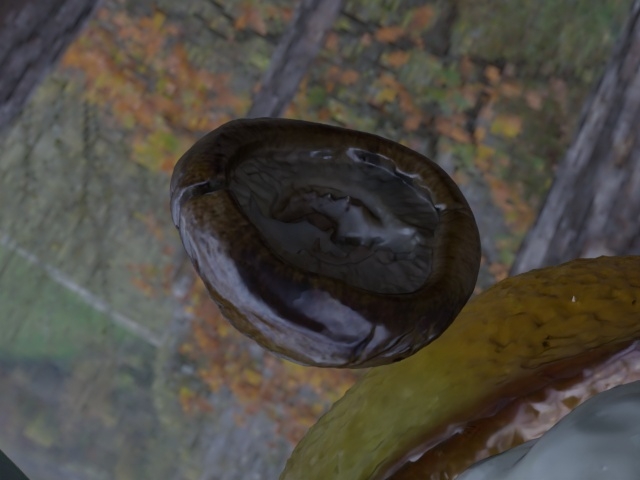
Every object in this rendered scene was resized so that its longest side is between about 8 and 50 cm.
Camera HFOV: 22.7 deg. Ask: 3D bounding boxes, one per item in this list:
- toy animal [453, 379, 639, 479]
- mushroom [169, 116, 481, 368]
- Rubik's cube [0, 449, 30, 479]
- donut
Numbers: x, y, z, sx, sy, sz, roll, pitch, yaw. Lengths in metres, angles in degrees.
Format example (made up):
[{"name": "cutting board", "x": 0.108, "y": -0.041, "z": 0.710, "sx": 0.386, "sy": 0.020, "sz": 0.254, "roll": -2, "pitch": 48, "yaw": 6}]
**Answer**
[{"name": "toy animal", "x": 0.116, "y": 0.204, "z": 0.622, "sx": 0.188, "sy": 0.308, "sz": 0.266, "roll": -114, "pitch": -1, "yaw": -67}, {"name": "mushroom", "x": 0.000, "y": 0.000, "z": 0.575, "sx": 0.123, "sy": 0.123, "sz": 0.052, "roll": 24, "pitch": 125, "yaw": 4}, {"name": "Rubik's cube", "x": -0.224, "y": 0.299, "z": 0.731, "sx": 0.322, "sy": 0.319, "sz": 0.316, "roll": 44, "pitch": -174, "yaw": 11}, {"name": "donut", "x": 0.131, "y": 0.195, "z": 0.962, "sx": 0.377, "sy": 0.163, "sz": 0.435, "roll": 2, "pitch": 119, "yaw": -15}]
